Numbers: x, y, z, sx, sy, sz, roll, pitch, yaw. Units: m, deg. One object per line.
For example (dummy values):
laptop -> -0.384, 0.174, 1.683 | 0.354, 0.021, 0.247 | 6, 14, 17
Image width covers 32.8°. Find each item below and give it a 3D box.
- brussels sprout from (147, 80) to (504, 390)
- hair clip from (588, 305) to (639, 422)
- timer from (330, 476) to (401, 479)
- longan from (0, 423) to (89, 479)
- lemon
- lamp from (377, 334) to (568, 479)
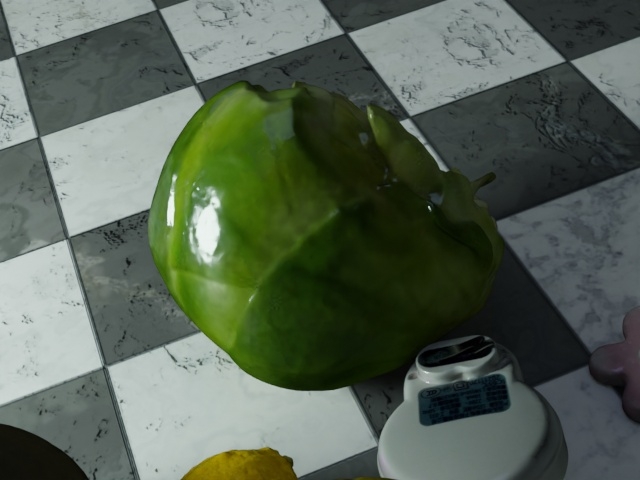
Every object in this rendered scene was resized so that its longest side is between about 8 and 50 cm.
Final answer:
brussels sprout -> 0.000, 0.000, 1.175 | 0.371, 0.315, 0.276 | 16, 9, -20
hair clip -> 0.411, 0.102, 1.136 | 0.257, 0.075, 0.146 | -21, 48, -3
timer -> 0.067, 0.339, 0.750 | 0.387, 0.376, 0.376 | -1, 44, 19
longan -> -0.322, 0.284, 0.973 | 0.258, 0.258, 0.258 | -6, 43, 6
lemon -> -0.085, 0.259, 1.044 | 0.114, 0.114, 0.155 | 30, 52, 36
lamp -> 0.147, 0.198, 1.061 | 0.179, 0.108, 0.246 | -9, 36, 8
